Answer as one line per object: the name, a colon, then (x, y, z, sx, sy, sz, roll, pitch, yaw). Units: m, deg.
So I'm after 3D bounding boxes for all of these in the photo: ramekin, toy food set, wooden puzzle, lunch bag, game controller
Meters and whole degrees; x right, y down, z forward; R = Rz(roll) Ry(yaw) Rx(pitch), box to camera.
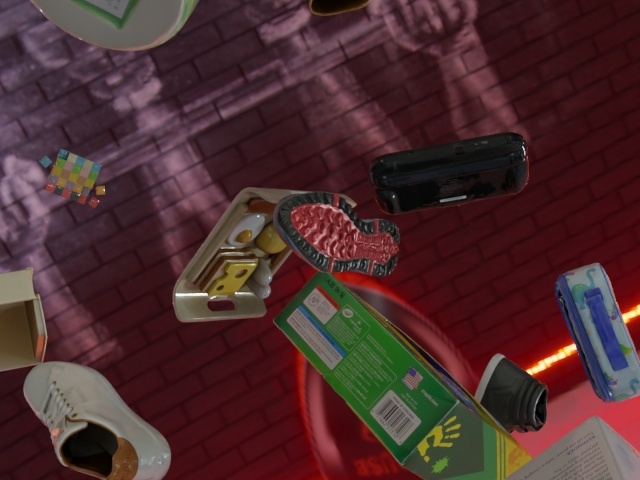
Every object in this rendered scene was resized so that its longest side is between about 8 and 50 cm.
ramekin: (-0.299, -0.423, 1.418, 0.303, 0.303, 0.148, -17, -138, 35)
toy food set: (-0.096, 0.030, 1.683, 0.220, 0.092, 0.306, 0, 136, -49)
wooden puzzle: (-0.276, -0.070, 1.086, 0.006, 0.083, 0.049, 27, -85, 56)
lunch bag: (0.444, 0.147, 1.541, 0.090, 0.219, 0.176, -21, 169, 11)
game controller: (0.259, -0.131, 1.956, 0.319, 0.166, 0.067, -9, -122, 7)

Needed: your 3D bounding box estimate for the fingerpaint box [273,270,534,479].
fingerpaint box: (0.166, 0.294, 1.931, 0.163, 0.371, 0.445, -48, -133, 2)

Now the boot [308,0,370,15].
boot: (0.010, -0.361, 1.177, 0.295, 0.104, 0.211, -11, -123, 52)

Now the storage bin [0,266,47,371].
storage bin: (-0.585, 0.143, 1.564, 0.262, 0.123, 0.260, -9, 167, -20)

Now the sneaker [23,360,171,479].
sneaker: (-0.347, 0.250, 1.379, 0.290, 0.106, 0.123, 24, -172, 33)

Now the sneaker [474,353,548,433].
sneaker: (0.392, 0.403, 2.078, 0.147, 0.295, 0.104, 24, -162, 29)

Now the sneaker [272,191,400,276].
sneaker: (0.000, 0.000, 1.347, 0.125, 0.104, 0.262, 4, 169, 35)

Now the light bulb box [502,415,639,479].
light bulb box: (0.419, 0.489, 1.247, 0.225, 0.358, 0.361, -43, -159, 19)
